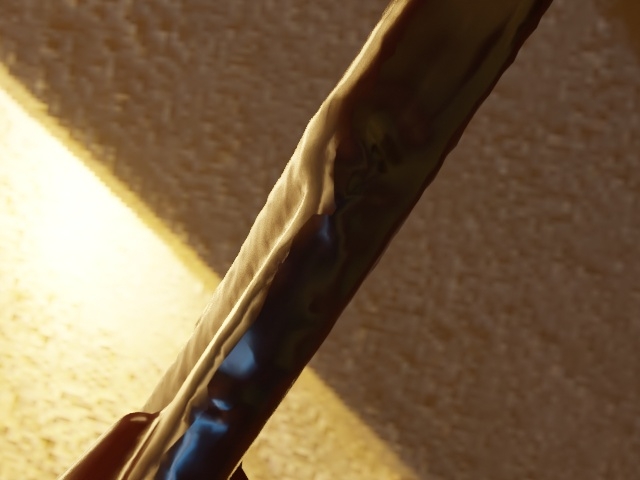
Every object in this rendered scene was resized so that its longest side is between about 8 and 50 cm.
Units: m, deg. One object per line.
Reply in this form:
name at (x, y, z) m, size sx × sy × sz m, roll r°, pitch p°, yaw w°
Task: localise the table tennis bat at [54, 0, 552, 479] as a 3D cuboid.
table tennis bat at (0.000, 0.000, 0.477) m, size 0.051 × 0.268 × 0.414 m, roll 33°, pitch -116°, yaw -1°
